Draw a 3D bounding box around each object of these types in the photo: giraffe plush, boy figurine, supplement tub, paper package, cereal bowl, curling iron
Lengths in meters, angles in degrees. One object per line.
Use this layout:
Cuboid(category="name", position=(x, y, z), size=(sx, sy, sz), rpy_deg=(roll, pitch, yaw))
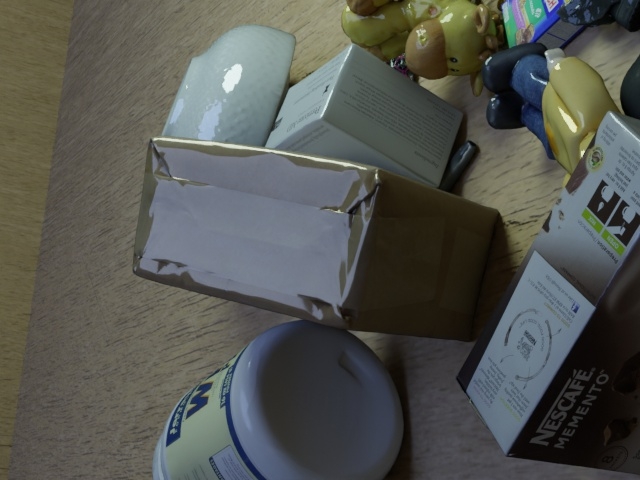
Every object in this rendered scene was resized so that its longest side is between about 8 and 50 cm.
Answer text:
Cuboid(category="giraffe plush", position=(0.145, -0.261, 1.383), size=(0.210, 0.181, 0.170), rpy_deg=(-33, 59, 16))
Cuboid(category="boy figurine", position=(0.258, -0.100, 1.160), size=(0.285, 0.092, 0.177), rpy_deg=(-114, 11, -56))
Cuboid(category="supplement tub", position=(-0.068, 0.264, 1.495), size=(0.325, 0.235, 0.235), rpy_deg=(-41, 45, 49))
Cuboid(category="paper package", position=(0.000, 0.000, 1.288), size=(0.310, 0.325, 0.168), rpy_deg=(12, 90, 32))
Cuboid(category="cereal bowl", position=(-0.163, -0.188, 1.773), size=(0.339, 0.141, 0.339), rpy_deg=(-158, 90, -79))
Cuboid(category="curling iron", position=(0.119, -0.031, 1.482), size=(0.274, 0.035, 0.068), rpy_deg=(-55, 35, 38))

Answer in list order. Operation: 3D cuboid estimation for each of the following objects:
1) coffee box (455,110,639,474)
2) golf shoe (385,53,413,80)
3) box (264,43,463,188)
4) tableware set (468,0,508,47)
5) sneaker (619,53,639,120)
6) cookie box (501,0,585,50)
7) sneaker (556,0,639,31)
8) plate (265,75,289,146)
Cuboid(category="coffee box", position=(0.271, 0.055, 1.013), size=(0.297, 0.168, 0.119), rpy_deg=(-64, 30, 23))
Cuboid(category="golf shoe", position=(0.094, -0.243, 1.603), size=(0.086, 0.068, 0.186), rpy_deg=(95, 175, -69))
Cuboid(category="box", position=(0.051, -0.134, 1.467), size=(0.181, 0.182, 0.119), rpy_deg=(-24, 41, 59))
Cuboid(category="tableware set", position=(0.201, -0.286, 1.450), size=(0.154, 0.024, 0.104), rpy_deg=(6, 88, 62))
Cuboid(category="sneaker", position=(0.351, -0.227, 1.007), size=(0.330, 0.146, 0.122), rpy_deg=(-51, 39, 45))
Cuboid(category="cookie box", position=(0.260, -0.265, 1.305), size=(0.107, 0.040, 0.091), rpy_deg=(-44, 41, 47))
Cuboid(category="sneaker", position=(0.319, -0.284, 1.171), size=(0.089, 0.051, 0.170), rpy_deg=(49, 127, 36))
Cuboid(category="plate", position=(-0.135, -0.186, 2.020), size=(0.277, 0.045, 0.278), rpy_deg=(19, 96, 63))
